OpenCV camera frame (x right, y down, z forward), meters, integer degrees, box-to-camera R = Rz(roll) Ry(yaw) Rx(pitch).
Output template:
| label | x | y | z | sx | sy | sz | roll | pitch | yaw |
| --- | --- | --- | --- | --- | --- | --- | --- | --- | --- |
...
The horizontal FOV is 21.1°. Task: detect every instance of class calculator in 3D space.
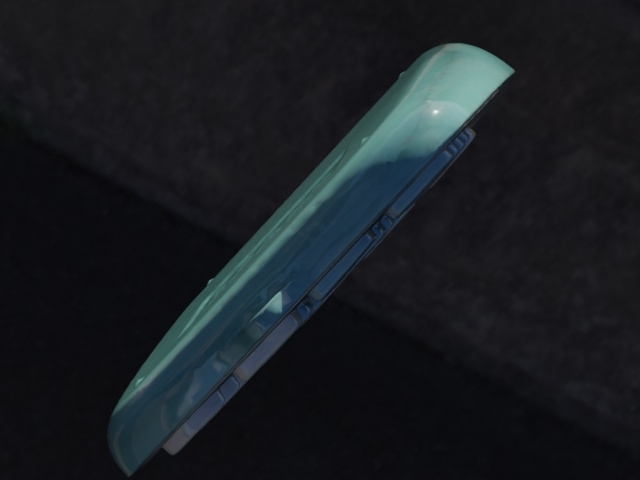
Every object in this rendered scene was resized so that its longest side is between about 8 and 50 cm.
| label | x | y | z | sx | sy | sz | roll | pitch | yaw |
| --- | --- | --- | --- | --- | --- | --- | --- | --- | --- |
| calculator | 0.000 | 0.000 | 0.872 | 0.054 | 0.256 | 0.386 | 43 | 12 | -2 |
